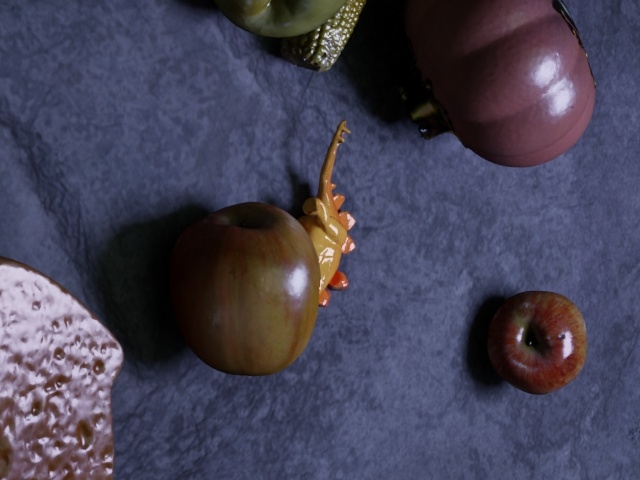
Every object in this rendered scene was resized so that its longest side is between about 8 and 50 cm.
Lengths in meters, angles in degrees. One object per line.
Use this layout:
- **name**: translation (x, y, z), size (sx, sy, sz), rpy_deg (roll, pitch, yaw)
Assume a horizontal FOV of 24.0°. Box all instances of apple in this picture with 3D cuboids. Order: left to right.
- **apple**: translation (-0.080, 0.058, 1.690), size (0.199, 0.199, 0.199), rpy_deg (-5, 97, -45)
- **apple**: translation (-0.041, -0.326, 1.686), size (0.200, 0.200, 0.200), rpy_deg (-5, 97, -45)
- **apple**: translation (0.306, 0.141, 2.105), size (0.131, 0.146, 0.146), rpy_deg (19, 78, -73)

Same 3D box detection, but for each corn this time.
- **corn**: translation (0.036, -0.349, 1.825), size (0.097, 0.097, 0.320), rpy_deg (35, 70, -41)

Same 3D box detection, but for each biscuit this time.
- **biscuit**: translation (-0.363, 0.213, 1.469), size (0.455, 0.078, 0.349), rpy_deg (-41, 127, -40)

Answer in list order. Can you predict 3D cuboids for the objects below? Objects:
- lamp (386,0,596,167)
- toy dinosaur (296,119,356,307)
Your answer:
- **lamp**: translation (0.208, -0.228, 1.903), size (0.240, 0.305, 0.305), rpy_deg (-29, 124, 10)
- **toy dinosaur**: translation (0.000, 0.000, 1.836), size (0.117, 0.070, 0.288), rpy_deg (28, 77, -54)
